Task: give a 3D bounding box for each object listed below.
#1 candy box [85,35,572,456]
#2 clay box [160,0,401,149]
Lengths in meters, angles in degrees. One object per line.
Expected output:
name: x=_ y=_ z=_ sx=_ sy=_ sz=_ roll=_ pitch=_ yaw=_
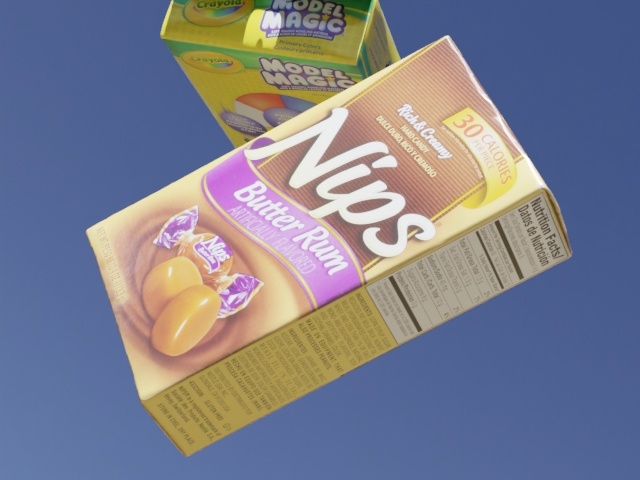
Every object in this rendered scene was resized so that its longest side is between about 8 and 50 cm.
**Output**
candy box: x=0.000 y=0.000 z=0.654 sx=0.053 sy=0.186 sz=0.109 roll=61 pitch=2 yaw=-47
clay box: x=-0.014 y=-0.102 z=0.957 sx=0.127 sy=0.053 sz=0.222 roll=10 pitch=-18 yaw=18
